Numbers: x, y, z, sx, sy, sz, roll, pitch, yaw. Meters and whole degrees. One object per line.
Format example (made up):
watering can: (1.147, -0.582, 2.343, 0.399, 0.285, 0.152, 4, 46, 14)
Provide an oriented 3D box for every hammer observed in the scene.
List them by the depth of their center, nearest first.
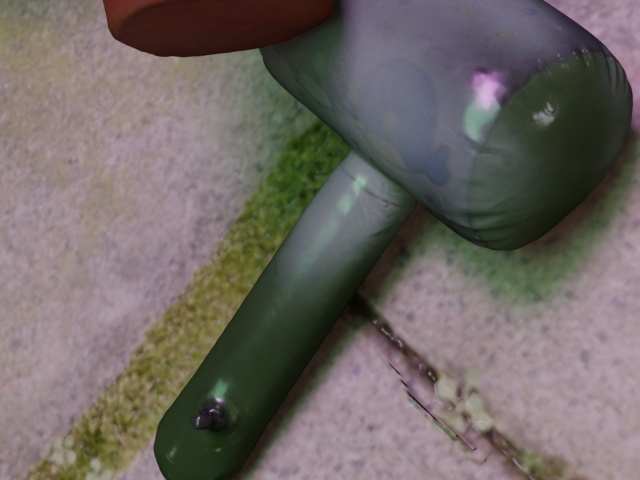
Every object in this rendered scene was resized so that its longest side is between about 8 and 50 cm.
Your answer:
hammer: (0.000, 0.000, 0.659, 0.206, 0.119, 0.335, 42, 105, 35)

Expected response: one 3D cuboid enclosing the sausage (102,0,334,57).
sausage: (-0.069, -0.223, 0.595, 0.114, 0.113, 0.259, -15, 82, 27)
